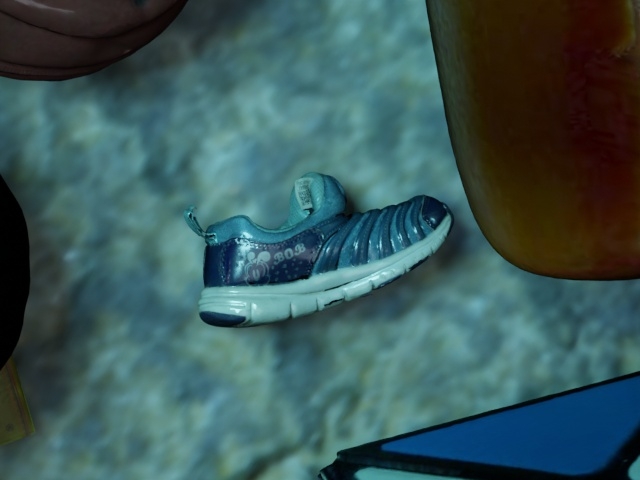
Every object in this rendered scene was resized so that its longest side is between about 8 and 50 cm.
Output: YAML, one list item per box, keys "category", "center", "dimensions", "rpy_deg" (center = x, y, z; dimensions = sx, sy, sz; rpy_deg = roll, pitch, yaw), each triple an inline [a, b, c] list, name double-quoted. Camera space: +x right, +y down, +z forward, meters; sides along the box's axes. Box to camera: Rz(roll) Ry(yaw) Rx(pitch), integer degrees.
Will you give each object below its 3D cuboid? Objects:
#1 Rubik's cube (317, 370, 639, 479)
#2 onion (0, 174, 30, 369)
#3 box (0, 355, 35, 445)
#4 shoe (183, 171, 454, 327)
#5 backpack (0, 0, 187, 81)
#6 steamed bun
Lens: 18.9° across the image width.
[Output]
- category: "Rubik's cube"
  center: [0.153, 0.234, 1.002]
  dimensions: [0.250, 0.246, 0.248]
  rpy_deg: [-13, 110, -13]
- category: "onion"
  center: [-0.258, 0.014, 0.833]
  dimensions: [0.281, 0.281, 0.221]
  rpy_deg: [25, 131, -22]
- category: "box"
  center: [-0.229, 0.081, 0.961]
  dimensions: [0.156, 0.022, 0.089]
  rpy_deg: [-16, 111, -11]
- category: "shoe"
  center: [0.000, 0.000, 0.988]
  dimensions: [0.143, 0.064, 0.071]
  rpy_deg: [-15, 92, -17]
- category: "backpack"
  center: [-0.141, -0.171, 0.852]
  dimensions: [0.229, 0.139, 0.229]
  rpy_deg: [1, 88, -21]
- category: "steamed bun"
  center: [0.212, -0.136, 0.904]
  dimensions: [0.379, 0.248, 0.235]
  rpy_deg: [-21, 114, -20]
